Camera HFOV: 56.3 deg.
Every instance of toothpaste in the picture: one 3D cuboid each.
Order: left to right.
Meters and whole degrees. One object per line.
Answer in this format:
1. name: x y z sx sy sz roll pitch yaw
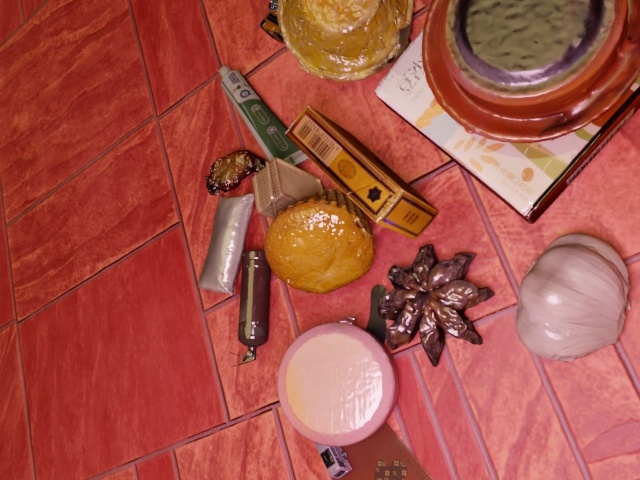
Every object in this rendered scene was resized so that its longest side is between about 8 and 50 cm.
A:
1. toothpaste: -0.157 -0.315 1.498 0.098 0.061 0.392 -31 63 -8

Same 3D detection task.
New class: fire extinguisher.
1. fire extinguisher: -0.163 0.159 1.399 0.089 0.072 0.268 0 80 10

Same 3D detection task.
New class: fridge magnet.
1. fridge magnet: 0.337 -0.339 0.964 0.363 0.155 0.364 -2 86 25

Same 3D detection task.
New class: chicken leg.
1. chicken leg: -0.189 -0.175 1.497 0.253 0.051 0.106 -6 81 29

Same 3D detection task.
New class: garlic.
1. garlic: 0.423 0.091 1.016 0.177 0.142 0.230 20 83 35

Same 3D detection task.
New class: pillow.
1. pillow: -0.235 0.004 1.472 0.144 0.078 0.254 7 84 54

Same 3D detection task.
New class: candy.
1. candy: 0.037 0.281 1.212 0.255 0.094 0.256 -4 76 15

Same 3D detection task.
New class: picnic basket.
1. picnic basket: -0.067 -0.099 1.331 0.079 0.164 0.115 -35 49 31

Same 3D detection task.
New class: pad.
1. pad: 0.138 0.500 1.191 0.181 0.004 0.267 -51 59 13

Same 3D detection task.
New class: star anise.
1. star anise: 0.210 0.121 1.163 0.223 0.109 0.236 13 86 29

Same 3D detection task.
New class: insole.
1. insole: 0.118 0.170 1.267 0.053 0.002 0.153 -2 80 32

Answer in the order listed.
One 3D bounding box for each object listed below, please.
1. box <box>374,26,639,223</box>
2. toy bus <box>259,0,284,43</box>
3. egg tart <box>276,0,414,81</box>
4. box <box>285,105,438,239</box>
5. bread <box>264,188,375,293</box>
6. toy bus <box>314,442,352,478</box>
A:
1. box: 0.356 -0.285 1.104 0.385 0.122 0.345 45 103 21
2. toy bus: -0.043 -0.570 1.456 0.114 0.098 0.201 39 99 29
3. egg tart: 0.051 -0.521 1.315 0.341 0.132 0.342 0 87 8
4. box: 0.086 -0.139 1.234 0.084 0.192 0.301 -51 60 14
5. bread: -0.002 0.003 1.258 0.239 0.240 0.139 -32 30 23
6. toy bus: 0.015 0.428 1.248 0.037 0.052 0.131 -42 56 16
